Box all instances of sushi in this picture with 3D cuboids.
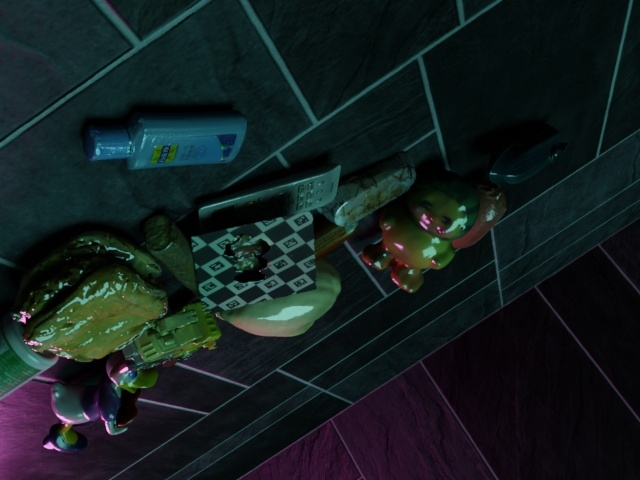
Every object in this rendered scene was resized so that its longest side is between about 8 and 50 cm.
[{"bbox_3d":[-0.140,0.036,1.425,0.264,0.050,0.290,-13,144,-11],"label":"sushi"}]

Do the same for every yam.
[{"bbox_3d":[-0.275,0.051,1.405,0.081,0.081,0.356,-31,155,-3],"label":"yam"}]

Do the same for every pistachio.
[{"bbox_3d":[-0.100,0.131,1.641,0.318,0.214,0.193,-10,-169,-25],"label":"pistachio"}]

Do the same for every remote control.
[{"bbox_3d":[-0.104,-0.088,1.386,0.313,0.055,0.109,-18,148,-19],"label":"remote control"}]

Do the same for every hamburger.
[{"bbox_3d":[-0.422,0.104,1.252,0.259,0.144,0.283,-33,160,-6],"label":"hamburger"}]

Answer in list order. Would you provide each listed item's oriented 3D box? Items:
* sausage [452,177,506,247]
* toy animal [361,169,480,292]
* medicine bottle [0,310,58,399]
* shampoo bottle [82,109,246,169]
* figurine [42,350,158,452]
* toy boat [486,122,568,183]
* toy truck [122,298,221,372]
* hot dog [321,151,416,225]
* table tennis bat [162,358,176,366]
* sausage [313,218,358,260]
[{"bbox_3d":[0.427,-0.074,1.919,0.148,0.148,0.254,-13,150,-36],"label":"sausage"},{"bbox_3d":[0.273,-0.042,1.748,0.338,0.216,0.191,-56,173,35],"label":"toy animal"},{"bbox_3d":[-0.646,0.251,1.276,0.274,0.133,0.133,-32,155,2],"label":"medicine bottle"},{"bbox_3d":[-0.245,-0.159,1.075,0.258,0.061,0.104,-10,146,-39],"label":"shampoo bottle"},{"bbox_3d":[-0.524,0.359,1.611,0.421,0.154,0.193,-35,122,24],"label":"figurine"},{"bbox_3d":[0.520,-0.221,1.770,0.296,0.122,0.114,-26,134,-38],"label":"toy boat"},{"bbox_3d":[-0.322,0.198,1.489,0.157,0.124,0.272,-25,170,18],"label":"toy truck"},{"bbox_3d":[0.115,-0.117,1.565,0.253,0.069,0.131,-30,144,-12],"label":"hot dog"},{"bbox_3d":[-0.405,0.323,1.832,0.050,0.007,0.083,-21,155,-22],"label":"table tennis bat"},{"bbox_3d":[0.000,0.000,1.599,0.264,0.083,0.083,-32,158,-29],"label":"sausage"}]
